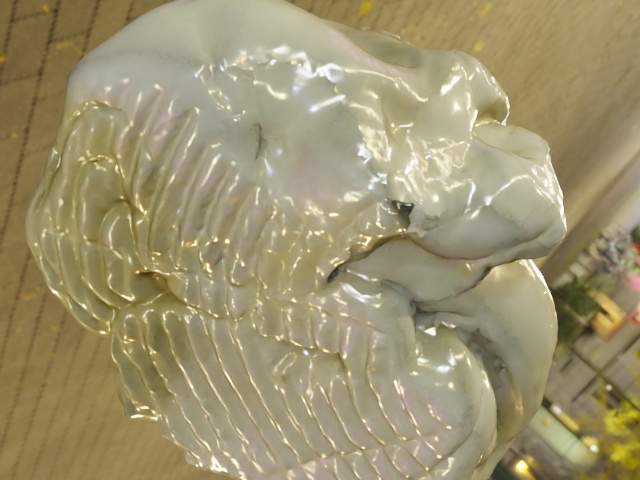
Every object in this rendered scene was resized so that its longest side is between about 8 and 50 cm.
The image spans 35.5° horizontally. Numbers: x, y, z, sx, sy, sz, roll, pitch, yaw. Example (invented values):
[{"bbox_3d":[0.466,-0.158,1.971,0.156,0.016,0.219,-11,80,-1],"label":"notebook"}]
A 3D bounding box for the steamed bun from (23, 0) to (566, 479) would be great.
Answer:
[{"bbox_3d":[0.000,0.000,0.553,0.206,0.275,0.320,-60,148,-49],"label":"steamed bun"}]
